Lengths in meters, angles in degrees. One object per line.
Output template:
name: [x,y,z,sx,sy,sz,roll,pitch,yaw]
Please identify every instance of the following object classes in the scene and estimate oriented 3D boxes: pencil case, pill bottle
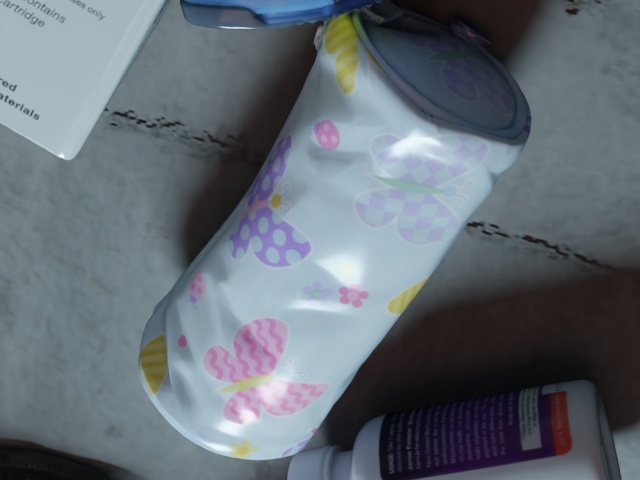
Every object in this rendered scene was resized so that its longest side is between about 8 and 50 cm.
pencil case: [0.000,0.000,0.759,0.124,0.113,0.273,32,120,-1]
pill bottle: [0.083,0.153,0.840,0.194,0.108,0.108,-12,118,15]

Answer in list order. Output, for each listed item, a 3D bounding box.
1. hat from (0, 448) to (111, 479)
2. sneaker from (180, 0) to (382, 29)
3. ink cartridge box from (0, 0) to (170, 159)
hat: [-0.243,0.306,0.935,0.331,0.331,0.134,19,162,-4]
sneaker: [0.028,-0.159,0.667,0.209,0.069,0.082,-16,115,-5]
ink cartridge box: [-0.075,-0.203,0.599,0.114,0.197,0.273,30,120,-10]
